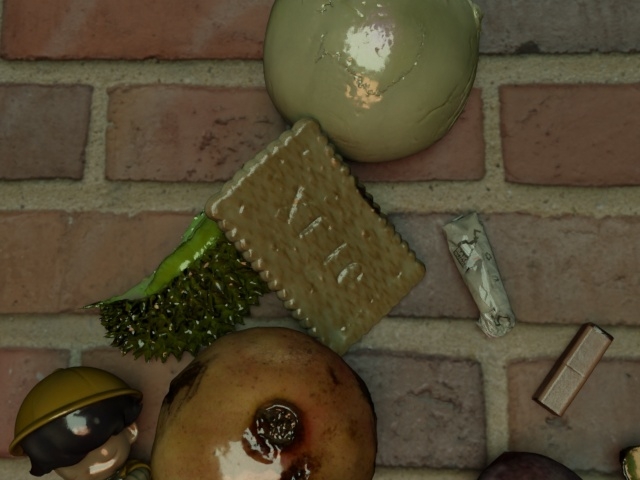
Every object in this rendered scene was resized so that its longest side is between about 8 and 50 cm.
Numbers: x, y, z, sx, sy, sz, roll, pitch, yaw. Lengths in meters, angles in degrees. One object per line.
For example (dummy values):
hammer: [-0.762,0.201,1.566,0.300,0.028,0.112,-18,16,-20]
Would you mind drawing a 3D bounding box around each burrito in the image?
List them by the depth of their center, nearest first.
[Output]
burrito: [0.246,0.052,1.104,0.064,0.064,0.203,-17,78,-1]

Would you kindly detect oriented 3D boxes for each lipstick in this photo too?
lipstick: [0.382,0.194,1.078,0.045,0.045,0.145,36,82,6]

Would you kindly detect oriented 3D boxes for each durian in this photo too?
durian: [-0.187,0.054,1.113,0.352,0.158,0.169,-46,46,-6]

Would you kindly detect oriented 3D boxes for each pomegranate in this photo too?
pomegranate: [-0.075,0.276,0.962,0.323,0.322,0.321,0,79,2]

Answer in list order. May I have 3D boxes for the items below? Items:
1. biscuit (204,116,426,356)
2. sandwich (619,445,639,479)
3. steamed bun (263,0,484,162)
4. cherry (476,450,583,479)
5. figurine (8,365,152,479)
biscuit: [0.000,0.000,1.061,0.217,0.044,0.324,-43,110,-9]
sandwich: [0.592,0.323,0.989,0.250,0.162,0.301,48,115,22]
steamed bun: [0.076,-0.285,1.086,0.334,0.233,0.311,8,79,5]
cherry: [0.303,0.419,0.972,0.213,0.183,0.265,-19,63,-10]
figurine: [-0.324,0.302,1.029,0.192,0.167,0.256,-31,103,-11]
